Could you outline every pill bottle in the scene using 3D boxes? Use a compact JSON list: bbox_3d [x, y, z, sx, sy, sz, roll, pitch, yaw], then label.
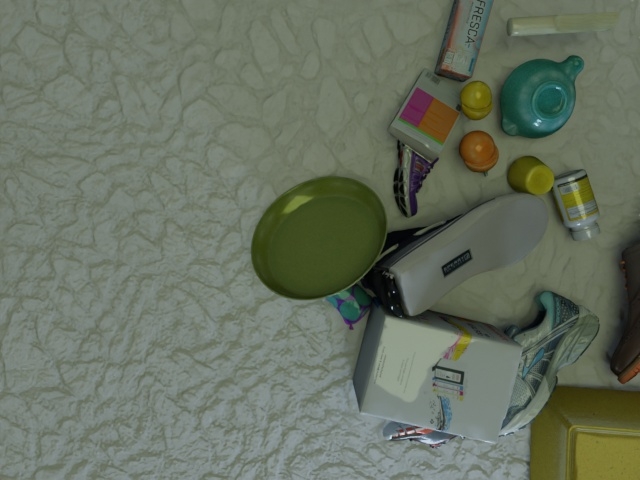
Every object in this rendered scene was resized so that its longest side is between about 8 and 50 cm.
[{"bbox_3d":[0.449,-0.061,1.174,0.065,0.065,0.116,-20,96,0],"label":"pill bottle"}]

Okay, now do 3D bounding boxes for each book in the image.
[{"bbox_3d":[0.185,-0.216,1.138,0.096,0.035,0.144,33,65,-3],"label":"book"}]

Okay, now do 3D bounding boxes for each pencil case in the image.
[{"bbox_3d":[0.020,0.083,1.174,0.151,0.064,0.070,40,77,-4],"label":"pencil case"}]

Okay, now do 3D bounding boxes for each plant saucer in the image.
[{"bbox_3d":[0.541,0.435,1.169,0.332,0.081,0.333,2,90,11],"label":"plant saucer"},{"bbox_3d":[0.000,0.000,1.122,0.241,0.037,0.241,-11,55,16],"label":"plant saucer"}]

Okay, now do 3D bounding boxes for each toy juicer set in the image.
[{"bbox_3d":[0.340,-0.252,1.136,0.209,0.089,0.329,15,103,-10],"label":"toy juicer set"}]

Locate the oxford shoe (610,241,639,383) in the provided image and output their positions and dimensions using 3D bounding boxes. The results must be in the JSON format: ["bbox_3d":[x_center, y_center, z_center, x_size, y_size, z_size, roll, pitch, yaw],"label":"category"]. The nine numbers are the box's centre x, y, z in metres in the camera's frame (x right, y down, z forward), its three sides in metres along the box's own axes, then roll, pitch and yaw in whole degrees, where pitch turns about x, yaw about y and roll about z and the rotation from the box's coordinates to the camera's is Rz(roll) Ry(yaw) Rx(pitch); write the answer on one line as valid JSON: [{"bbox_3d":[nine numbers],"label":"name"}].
[{"bbox_3d":[0.588,0.079,1.183,0.132,0.130,0.364,29,102,29],"label":"oxford shoe"}]

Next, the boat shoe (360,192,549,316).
[{"bbox_3d":[0.215,0.000,1.143,0.340,0.158,0.127,-24,115,-21],"label":"boat shoe"}]

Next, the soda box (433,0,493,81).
[{"bbox_3d":[0.250,-0.368,1.141,0.058,0.063,0.183,15,95,-3],"label":"soda box"}]

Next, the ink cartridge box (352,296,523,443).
[{"bbox_3d":[0.190,0.213,1.138,0.232,0.171,0.168,14,95,-3],"label":"ink cartridge box"}]

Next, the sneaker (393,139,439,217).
[{"bbox_3d":[0.169,-0.123,1.161,0.071,0.068,0.170,5,94,-8],"label":"sneaker"}]

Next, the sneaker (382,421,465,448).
[{"bbox_3d":[0.193,0.352,1.208,0.158,0.061,0.065,-9,102,0],"label":"sneaker"}]

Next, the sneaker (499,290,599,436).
[{"bbox_3d":[0.360,0.215,1.187,0.122,0.110,0.283,37,84,3],"label":"sneaker"}]
